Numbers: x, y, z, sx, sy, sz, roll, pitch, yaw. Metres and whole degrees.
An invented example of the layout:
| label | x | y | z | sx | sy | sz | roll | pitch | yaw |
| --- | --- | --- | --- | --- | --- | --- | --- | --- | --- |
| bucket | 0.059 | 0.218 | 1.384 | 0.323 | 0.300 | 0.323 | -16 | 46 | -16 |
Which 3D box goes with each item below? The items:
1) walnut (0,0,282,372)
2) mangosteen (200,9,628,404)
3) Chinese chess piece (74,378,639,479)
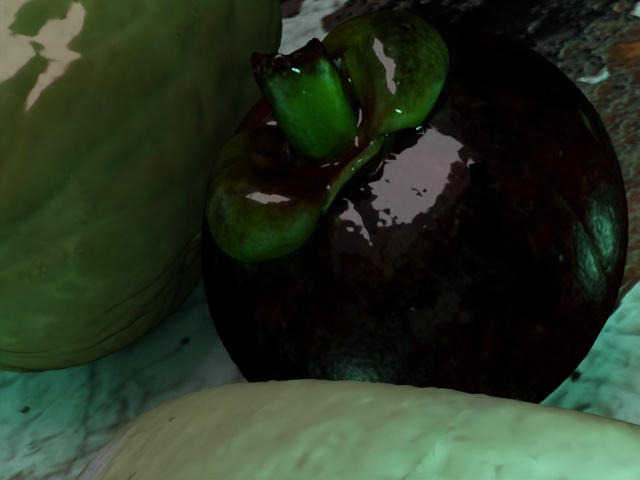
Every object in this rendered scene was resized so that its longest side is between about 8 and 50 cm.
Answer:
| label | x | y | z | sx | sy | sz | roll | pitch | yaw |
| --- | --- | --- | --- | --- | --- | --- | --- | --- | --- |
| walnut | -0.155 | -0.082 | 0.922 | 0.252 | 0.277 | 0.313 | 30 | 59 | 2 |
| mangosteen | 0.044 | -0.016 | 0.798 | 0.216 | 0.216 | 0.216 | -12 | 39 | 10 |
| Chinese chess piece | 0.066 | 0.165 | 0.476 | 0.338 | 0.338 | 0.140 | 3 | 60 | 27 |
